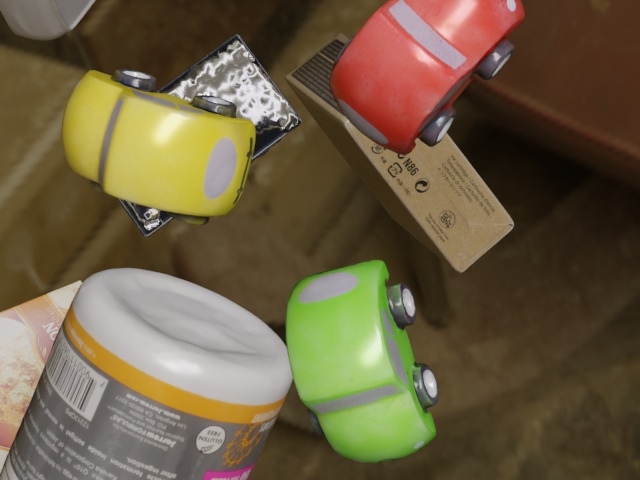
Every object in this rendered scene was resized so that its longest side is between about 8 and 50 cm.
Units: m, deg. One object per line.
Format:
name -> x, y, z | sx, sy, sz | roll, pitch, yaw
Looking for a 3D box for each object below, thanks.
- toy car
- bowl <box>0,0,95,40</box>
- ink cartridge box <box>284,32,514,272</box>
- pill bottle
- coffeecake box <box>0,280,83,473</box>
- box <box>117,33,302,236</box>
toy car -> 0.000, 0.000, 0.891 | 0.239, 0.225, 0.053 | -16, 3, 19
bowl -> -0.233, -0.255, 1.739 | 0.053, 0.142, 0.142 | 28, 72, 15
ink cartridge box -> 0.085, -0.098, 2.082 | 0.088, 0.234, 0.193 | -41, 29, -2
pill bottle -> -0.141, 0.172, 1.325 | 0.162, 0.162, 0.278 | 37, 110, 38
coffeecake box -> -0.239, 0.130, 1.523 | 0.185, 0.068, 0.142 | -23, 55, -27
box -> -0.108, -0.083, 1.569 | 0.156, 0.158, 0.093 | -36, 93, -4
